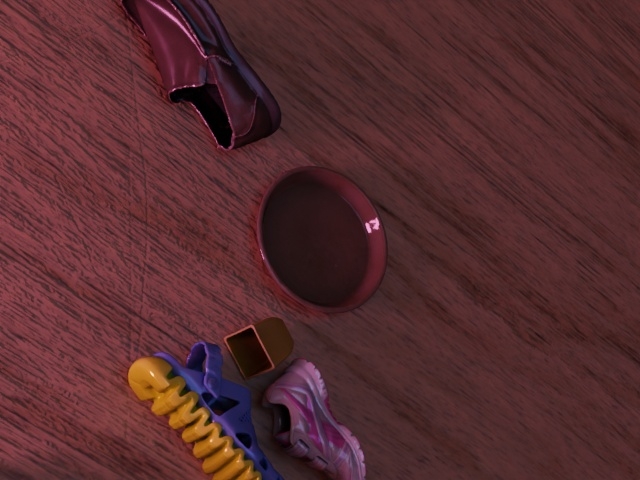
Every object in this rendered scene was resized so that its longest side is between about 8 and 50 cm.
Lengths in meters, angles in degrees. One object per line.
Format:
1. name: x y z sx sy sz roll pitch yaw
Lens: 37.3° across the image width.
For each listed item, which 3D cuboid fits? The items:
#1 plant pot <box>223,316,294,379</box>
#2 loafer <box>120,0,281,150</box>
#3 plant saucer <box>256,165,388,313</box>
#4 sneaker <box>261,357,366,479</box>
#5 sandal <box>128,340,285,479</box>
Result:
1. plant pot: -0.093 0.172 1.583 0.083 0.081 0.081 -27 89 -48
2. loafer: -0.217 -0.306 1.628 0.366 0.134 0.130 48 55 -10
3. plant saucer: 0.000 0.000 1.723 0.278 0.041 0.277 12 67 -30
4. sneaker: -0.019 0.328 1.570 0.111 0.103 0.252 -26 82 -32
5. sandal: -0.150 0.278 1.485 0.317 0.126 0.138 54 50 -8
